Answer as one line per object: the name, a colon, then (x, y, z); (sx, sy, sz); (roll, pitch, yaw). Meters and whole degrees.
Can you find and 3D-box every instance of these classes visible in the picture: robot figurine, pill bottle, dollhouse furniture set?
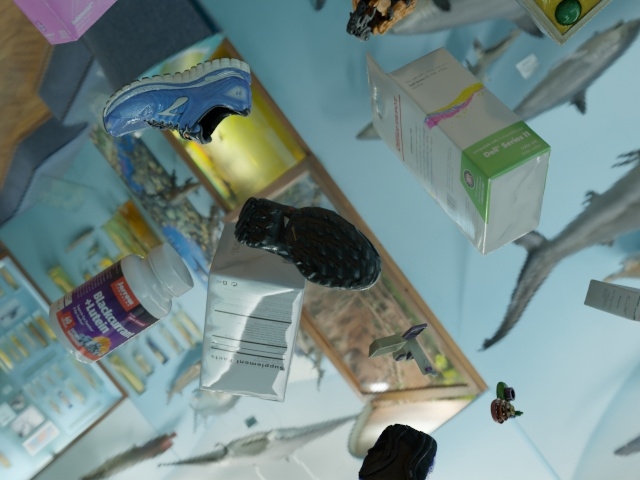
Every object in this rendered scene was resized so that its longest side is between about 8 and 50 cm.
robot figurine: (0.121, -0.476, 1.346); (0.211, 0.085, 0.291); (-38, 167, -9)
pill bottle: (-0.288, 0.087, 1.116); (0.193, 0.108, 0.108); (-33, -173, 3)
dollhouse furniture set: (0.125, 0.197, 1.206); (0.114, 0.081, 0.091); (-8, 149, -37)

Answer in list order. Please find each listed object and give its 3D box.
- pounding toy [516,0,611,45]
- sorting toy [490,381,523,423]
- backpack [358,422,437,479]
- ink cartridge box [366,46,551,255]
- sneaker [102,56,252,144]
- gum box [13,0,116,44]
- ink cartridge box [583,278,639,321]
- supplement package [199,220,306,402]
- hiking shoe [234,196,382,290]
pounding toy: (0.359, -0.432, 1.132); (0.181, 0.206, 0.094); (-42, -152, 17)
sorting toy: (0.355, 0.309, 1.435); (0.042, 0.061, 0.102); (-14, -160, 33)
backpack: (0.111, 0.333, 1.105); (0.101, 0.098, 0.120); (97, 20, -44)
ink cartridge box: (0.218, -0.172, 1.268); (0.119, 0.353, 0.207); (-28, 146, -11)
sneaker: (-0.293, -0.262, 1.558); (0.330, 0.147, 0.130); (-14, 176, 14)
gum box: (-0.250, -0.314, 0.812); (0.062, 0.107, 0.188); (9, -125, 45)
ink cartridge box: (0.687, 0.141, 1.438); (0.239, 0.275, 0.060); (23, -79, 62)
supplement package: (-0.126, 0.140, 1.473); (0.177, 0.175, 0.293); (-83, -177, -55)
hiking shoe: (0.000, 0.000, 1.214); (0.304, 0.132, 0.113); (26, -81, 43)
